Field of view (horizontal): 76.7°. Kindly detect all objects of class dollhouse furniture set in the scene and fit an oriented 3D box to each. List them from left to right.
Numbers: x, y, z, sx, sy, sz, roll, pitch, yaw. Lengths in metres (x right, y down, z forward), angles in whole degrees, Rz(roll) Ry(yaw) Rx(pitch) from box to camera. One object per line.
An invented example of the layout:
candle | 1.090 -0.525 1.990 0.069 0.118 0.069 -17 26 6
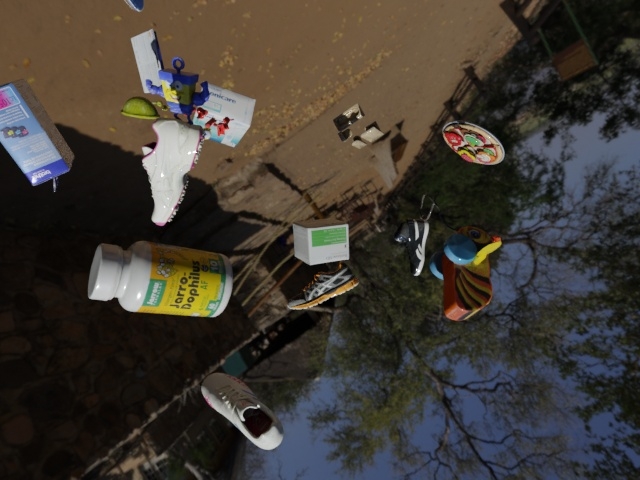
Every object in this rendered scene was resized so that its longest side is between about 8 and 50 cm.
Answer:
dollhouse furniture set | 0.122 -0.425 1.484 0.144 0.151 0.123 -29 173 23

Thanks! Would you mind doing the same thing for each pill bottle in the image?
pill bottle | -0.266 0.065 0.683 0.208 0.117 0.117 13 143 -36

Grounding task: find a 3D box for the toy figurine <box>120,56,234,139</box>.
toy figurine | -0.469 -0.493 1.318 0.191 0.363 0.217 -66 168 -50

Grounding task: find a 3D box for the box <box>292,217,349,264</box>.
box | 0.000 0.000 0.936 0.101 0.087 0.102 -8 -167 -22

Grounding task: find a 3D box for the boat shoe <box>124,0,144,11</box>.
boat shoe | -0.594 -0.762 1.182 0.183 0.066 0.066 63 38 -51

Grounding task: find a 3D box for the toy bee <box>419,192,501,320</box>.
toy bee | 0.335 0.027 0.895 0.162 0.298 0.195 3 168 -10

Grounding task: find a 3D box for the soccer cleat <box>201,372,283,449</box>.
soccer cleat | -0.243 0.491 1.221 0.116 0.331 0.143 -47 149 -28

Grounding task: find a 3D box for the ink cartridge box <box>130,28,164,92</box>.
ink cartridge box | -0.685 -0.727 1.653 0.045 0.223 0.224 -25 -153 -39

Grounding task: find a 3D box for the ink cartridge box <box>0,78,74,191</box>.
ink cartridge box | -1.085 -0.386 1.532 0.151 0.395 0.270 -29 -148 -13

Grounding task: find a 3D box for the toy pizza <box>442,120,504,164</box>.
toy pizza | 0.458 -0.289 1.232 0.032 0.201 0.201 -56 178 -7

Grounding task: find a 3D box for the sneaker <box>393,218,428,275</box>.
sneaker | 0.330 0.022 1.533 0.121 0.216 0.079 5 -172 -7

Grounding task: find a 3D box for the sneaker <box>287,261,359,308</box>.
sneaker | -0.001 0.133 1.159 0.215 0.083 0.084 -25 179 -6

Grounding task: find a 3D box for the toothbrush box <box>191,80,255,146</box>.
toothbrush box | -0.423 -0.524 1.715 0.216 0.126 0.295 14 169 -23

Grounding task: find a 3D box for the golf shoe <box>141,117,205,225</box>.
golf shoe | -0.416 -0.185 1.081 0.306 0.140 0.115 -63 -157 20
